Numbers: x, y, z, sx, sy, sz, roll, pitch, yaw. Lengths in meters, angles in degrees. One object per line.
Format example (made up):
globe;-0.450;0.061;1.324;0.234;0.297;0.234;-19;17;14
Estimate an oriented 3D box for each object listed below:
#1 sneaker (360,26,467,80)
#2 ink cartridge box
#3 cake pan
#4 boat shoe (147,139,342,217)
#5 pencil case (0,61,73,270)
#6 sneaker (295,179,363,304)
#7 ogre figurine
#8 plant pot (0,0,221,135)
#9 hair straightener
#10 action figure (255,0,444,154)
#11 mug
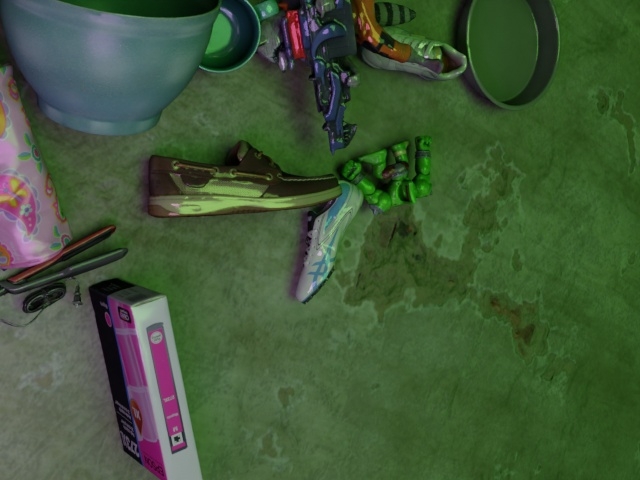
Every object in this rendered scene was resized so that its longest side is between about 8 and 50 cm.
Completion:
sneaker;0.177;-0.360;1.571;0.229;0.092;0.087;4;95;-35
ink cartridge box;-0.264;0.250;1.271;0.069;0.176;0.370;-20;107;-32
cake pan;0.396;-0.422;1.745;0.293;0.054;0.293;-5;99;-35
boat shoe;-0.120;-0.107;1.369;0.342;0.123;0.123;-5;92;-24
pencil case;-0.440;-0.099;1.145;0.124;0.124;0.284;-27;111;-31
sneaker;0.000;0.000;1.501;0.086;0.085;0.237;23;85;-9
ogre figurine;0.139;-0.121;1.571;0.197;0.097;0.118;-23;97;-44
plant pot;-0.299;-0.268;1.148;0.293;0.293;0.196;-8;126;-35
hair straightener;-0.387;0.062;1.223;0.230;0.047;0.089;-29;84;-30
action figure;0.043;-0.336;1.432;0.330;0.178;0.341;-7;117;-14
mug;-0.154;-0.331;1.313;0.158;0.097;0.129;6;101;-16
